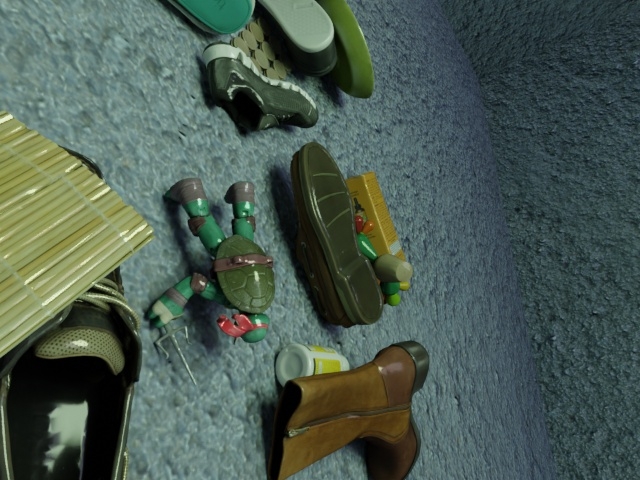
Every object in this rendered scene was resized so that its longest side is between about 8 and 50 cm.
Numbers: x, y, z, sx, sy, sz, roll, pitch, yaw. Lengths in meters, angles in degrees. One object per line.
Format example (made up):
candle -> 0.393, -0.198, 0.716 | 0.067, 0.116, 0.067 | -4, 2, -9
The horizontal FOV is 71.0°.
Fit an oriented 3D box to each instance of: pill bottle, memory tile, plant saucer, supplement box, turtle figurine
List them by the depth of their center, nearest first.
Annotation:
turtle figurine -> -0.108, 0.041, 0.541 | 0.175, 0.118, 0.235 | 10, 61, -55
pill bottle -> -0.007, 0.189, 0.664 | 0.116, 0.065, 0.065 | 23, 57, -50
memory tile -> -0.104, -0.335, 0.813 | 0.113, 0.012, 0.148 | 54, 37, -28
supplement box -> 0.107, -0.022, 0.929 | 0.080, 0.077, 0.234 | -32, 103, -57
plant saucer -> 0.035, -0.403, 0.937 | 0.241, 0.037, 0.241 | 60, -4, 8

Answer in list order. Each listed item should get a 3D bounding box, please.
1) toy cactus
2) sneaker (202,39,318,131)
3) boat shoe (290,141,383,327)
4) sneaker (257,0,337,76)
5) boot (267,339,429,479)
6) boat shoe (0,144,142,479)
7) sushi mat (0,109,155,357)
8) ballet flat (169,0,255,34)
toy cactus -> 0.107, 0.042, 0.812 | 0.112, 0.180, 0.219 | -33, 108, -20
sneaker -> -0.089, -0.213, 0.722 | 0.234, 0.078, 0.106 | 17, 64, -49
boat shoe -> 0.000, 0.000, 0.734 | 0.110, 0.104, 0.308 | -19, 93, -49
sneaker -> -0.061, -0.439, 0.864 | 0.296, 0.104, 0.147 | 60, 0, 15
boot -> 0.047, 0.294, 0.655 | 0.280, 0.096, 0.265 | -6, 115, -45
boat shoe -> -0.197, 0.082, 0.357 | 0.132, 0.130, 0.356 | 14, 64, -54
sushi mat -> -0.262, 0.040, 0.247 | 0.151, 0.019, 0.316 | 38, 52, 5
ballet flat -> -0.240, -0.421, 0.559 | 0.400, 0.139, 0.139 | 28, 53, -54
